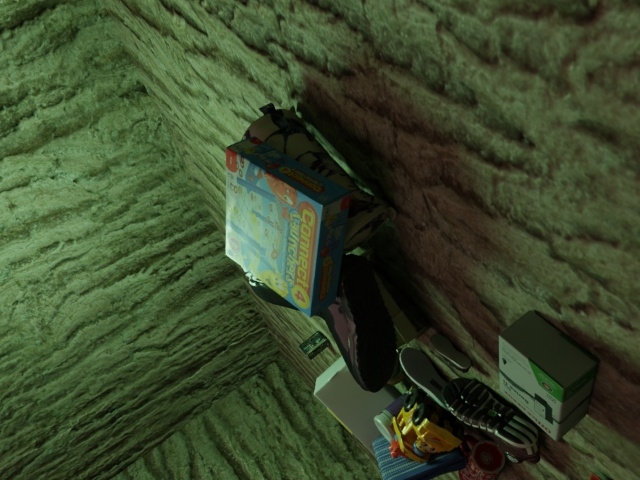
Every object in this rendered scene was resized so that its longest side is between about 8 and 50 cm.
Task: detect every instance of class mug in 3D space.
[{"bbox_3d":[0.445,0.629,1.732,0.150,0.113,0.169,32,152,23],"label":"mug"}]

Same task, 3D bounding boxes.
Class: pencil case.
[{"bbox_3d":[-0.013,-0.144,1.438,0.410,0.183,0.160,47,-177,20],"label":"pencil case"}]

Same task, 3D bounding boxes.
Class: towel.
[{"bbox_3d":[0.291,0.642,1.851,0.336,0.243,0.040,-118,6,-84],"label":"towel"}]

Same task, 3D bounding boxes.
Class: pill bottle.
[{"bbox_3d":[0.273,0.544,1.922,0.108,0.193,0.108,49,163,20],"label":"pill bottle"}]

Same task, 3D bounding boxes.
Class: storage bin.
[{"bbox_3d":[0.129,0.183,1.671,0.262,0.123,0.260,56,147,2],"label":"storage bin"}]

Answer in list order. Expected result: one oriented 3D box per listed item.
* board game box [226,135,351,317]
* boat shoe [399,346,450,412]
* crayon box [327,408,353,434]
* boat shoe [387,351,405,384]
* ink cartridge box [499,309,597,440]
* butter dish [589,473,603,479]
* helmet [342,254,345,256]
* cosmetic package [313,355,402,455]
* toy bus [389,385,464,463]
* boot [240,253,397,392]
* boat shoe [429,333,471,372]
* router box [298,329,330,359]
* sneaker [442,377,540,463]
[{"bbox_3d":[-0.086,-0.032,1.373,0.302,0.086,0.308,33,133,32],"label":"board game box"},{"bbox_3d":[0.315,0.406,1.759,0.228,0.080,0.076,41,159,21],"label":"boat shoe"},{"bbox_3d":[0.168,0.667,2.333,0.319,0.081,0.202,17,-174,-30],"label":"crayon box"},{"bbox_3d":[0.195,0.378,2.012,0.307,0.111,0.104,51,170,54],"label":"boat shoe"},{"bbox_3d":[0.415,0.254,1.133,0.153,0.087,0.208,43,160,41],"label":"ink cartridge box"},{"bbox_3d":[0.585,0.587,1.235,0.160,0.118,0.160,39,157,48],"label":"butter dish"},{"bbox_3d":[0.000,0.000,1.713,0.169,0.169,0.161,10,116,68],"label":"helmet"},{"bbox_3d":[0.171,0.566,2.093,0.365,0.197,0.155,47,-172,-2],"label":"cosmetic package"},{"bbox_3d":[0.284,0.560,1.760,0.149,0.211,0.220,35,-173,-9],"label":"toy bus"},{"bbox_3d":[-0.024,0.180,1.614,0.445,0.146,0.366,7,115,47],"label":"boot"},{"bbox_3d":[0.326,0.285,1.537,0.125,0.046,0.038,35,150,33],"label":"boat shoe"},{"bbox_3d":[-0.027,0.481,2.807,0.092,0.122,0.038,34,157,55],"label":"router box"},{"bbox_3d":[0.421,0.460,1.498,0.281,0.106,0.162,30,152,56],"label":"sneaker"}]
